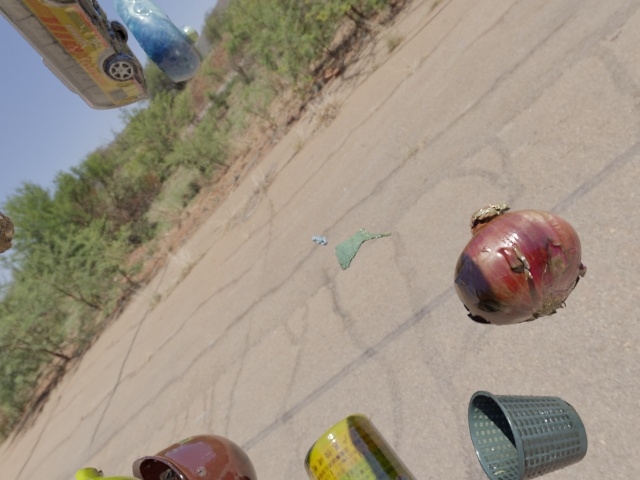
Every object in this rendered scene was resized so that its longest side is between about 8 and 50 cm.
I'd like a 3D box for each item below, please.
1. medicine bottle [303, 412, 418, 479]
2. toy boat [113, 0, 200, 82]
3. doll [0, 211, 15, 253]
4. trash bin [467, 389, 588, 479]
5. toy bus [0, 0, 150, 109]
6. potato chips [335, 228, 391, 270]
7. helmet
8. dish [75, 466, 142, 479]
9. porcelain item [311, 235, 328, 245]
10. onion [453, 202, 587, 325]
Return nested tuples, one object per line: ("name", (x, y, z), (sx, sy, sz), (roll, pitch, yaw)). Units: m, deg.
("medicine bottle", (0.145, 0.659, 1.079), (0.224, 0.224, 0.384), (-49, 56, 7))
("toy boat", (-0.390, -0.529, 1.073), (0.123, 0.215, 0.329), (-37, 49, 4))
("doll", (-0.726, 0.005, 0.838), (0.221, 0.114, 0.105), (-28, 53, -28))
("trash bin", (0.391, 0.363, 0.807), (0.175, 0.161, 0.175), (177, 90, -79))
("toy bus", (-0.316, -0.274, 0.527), (0.106, 0.268, 0.092), (-21, 67, 0))
("potato chips", (0.132, 0.016, 1.423), (0.228, 0.059, 0.167), (-39, 16, 24))
("helmet", (-0.279, 0.631, 1.094), (0.230, 0.337, 0.385), (-26, -16, -49))
("dish", (-0.238, 0.415, 0.568), (0.108, 0.262, 0.221), (-36, 2, 0))
("porcelain item", (0.000, 0.000, 1.765), (0.028, 0.036, 0.083), (-26, 26, -36))
("onion", (0.520, 0.076, 1.137), (0.354, 0.354, 0.353), (-41, 26, 24))
